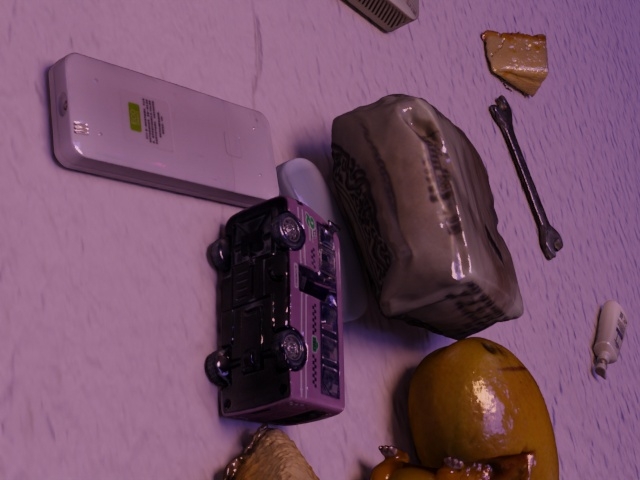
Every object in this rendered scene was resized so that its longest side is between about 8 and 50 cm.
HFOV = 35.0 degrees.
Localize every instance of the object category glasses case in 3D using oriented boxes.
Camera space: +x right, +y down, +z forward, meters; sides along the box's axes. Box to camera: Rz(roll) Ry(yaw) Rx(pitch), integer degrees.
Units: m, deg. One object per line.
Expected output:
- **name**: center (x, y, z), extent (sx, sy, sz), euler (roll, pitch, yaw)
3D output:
- **glasses case**: center (0.000, 0.000, 1.052), extent (0.067, 0.045, 0.178), euler (-19, 86, -55)

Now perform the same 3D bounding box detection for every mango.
- **mango**: center (0.184, 0.230, 1.095), extent (0.167, 0.130, 0.262), euler (-44, 112, -51)

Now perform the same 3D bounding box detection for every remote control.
- **remote control**: center (-0.137, -0.096, 0.944), extent (0.250, 0.034, 0.103), euler (10, 64, -49)

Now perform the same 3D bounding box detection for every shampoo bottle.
- **shampoo bottle**: center (0.427, 0.149, 1.508), extent (0.049, 0.034, 0.141), euler (60, 38, -21)

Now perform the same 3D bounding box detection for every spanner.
- **spanner**: center (0.302, -0.094, 1.495), extent (0.054, 0.015, 0.254), euler (-15, 84, -51)

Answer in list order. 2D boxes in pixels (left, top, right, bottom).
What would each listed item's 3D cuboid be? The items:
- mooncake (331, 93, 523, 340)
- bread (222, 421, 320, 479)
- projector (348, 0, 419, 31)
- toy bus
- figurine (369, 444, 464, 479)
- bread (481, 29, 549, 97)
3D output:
- **mooncake**: center (0.110, -0.025, 1.100), extent (0.254, 0.136, 0.250), euler (29, 42, -62)
- **bread**: center (-0.025, 0.263, 0.815), extent (0.174, 0.133, 0.251), euler (60, 38, -7)
- **projector**: center (0.037, -0.433, 1.291), extent (0.257, 0.079, 0.259), euler (28, 54, -41)
- **toy bus**: center (-0.033, 0.066, 0.936), extent (0.108, 0.096, 0.198), euler (24, 55, -44)
- **figurine**: center (0.078, 0.295, 0.972), extent (0.122, 0.121, 0.176), euler (77, 32, -42)
- **bread**: center (0.293, -0.270, 1.573), extent (0.109, 0.080, 0.084), euler (1, 66, -13)
